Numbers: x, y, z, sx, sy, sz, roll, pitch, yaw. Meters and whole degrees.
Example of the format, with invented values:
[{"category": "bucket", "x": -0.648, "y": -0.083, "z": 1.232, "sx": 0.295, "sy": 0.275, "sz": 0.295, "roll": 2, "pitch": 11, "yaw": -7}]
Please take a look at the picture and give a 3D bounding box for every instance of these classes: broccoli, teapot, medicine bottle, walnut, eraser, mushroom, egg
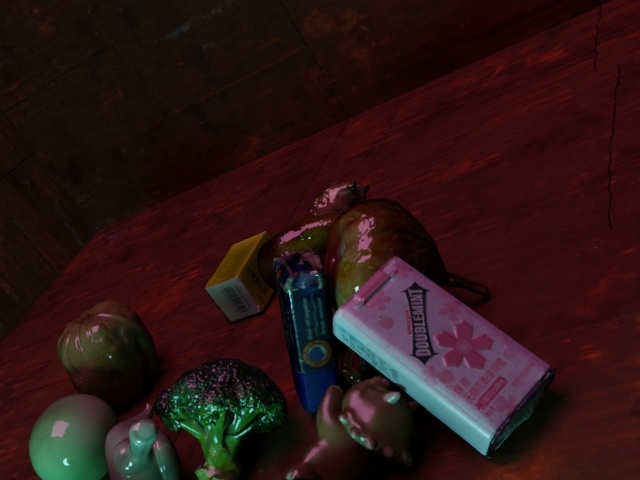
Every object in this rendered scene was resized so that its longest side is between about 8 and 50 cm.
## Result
[{"category": "broccoli", "x": -0.218, "y": 0.394, "z": 1.811, "sx": 0.298, "sy": 0.297, "sz": 0.297, "roll": -15, "pitch": 56, "yaw": 39}, {"category": "teapot", "x": -0.383, "y": 0.483, "z": 1.819, "sx": 0.149, "sy": 0.220, "sz": 0.318, "roll": -19, "pitch": -1, "yaw": -10}, {"category": "medicine bottle", "x": -0.212, "y": 0.106, "z": 2.492, "sx": 0.141, "sy": 0.137, "sz": 0.250, "roll": -20, "pitch": 25, "yaw": 31}, {"category": "walnut", "x": -0.604, "y": 0.320, "z": 2.412, "sx": 0.253, "sy": 0.276, "sz": 0.282, "roll": -30, "pitch": 33, "yaw": -12}, {"category": "eraser", "x": -0.027, "y": 0.189, "z": 1.809, "sx": 0.102, "sy": 0.332, "sz": 0.155, "roll": -11, "pitch": 23, "yaw": -10}, {"category": "mushroom", "x": 0.000, "y": 0.000, "z": 2.215, "sx": 0.346, "sy": 0.259, "sz": 0.345, "roll": -14, "pitch": -13, "yaw": -3}, {"category": "egg", "x": -0.613, "y": 0.501, "z": 2.124, "sx": 0.220, "sy": 0.220, "sz": 0.269, "roll": -30, "pitch": 23, "yaw": 10}]

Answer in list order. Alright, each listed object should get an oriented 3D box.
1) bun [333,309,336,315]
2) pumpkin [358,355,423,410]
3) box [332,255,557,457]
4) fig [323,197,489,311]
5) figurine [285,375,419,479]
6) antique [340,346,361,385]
[{"category": "bun", "x": 0.043, "y": 0.166, "z": 2.029, "sx": 0.220, "sy": 0.134, "sz": 0.220, "roll": -30, "pitch": 18, "yaw": 11}, {"category": "pumpkin", "x": 0.176, "y": 0.236, "z": 1.671, "sx": 0.220, "sy": 0.162, "sz": 0.220, "roll": -30, "pitch": 18, "yaw": 10}, {"category": "box", "x": 0.217, "y": 0.202, "z": 1.507, "sx": 0.370, "sy": 0.112, "sz": 0.190, "roll": 38, "pitch": 67, "yaw": 24}, {"category": "fig", "x": 0.189, "y": 0.075, "z": 1.830, "sx": 0.286, "sy": 0.369, "sz": 0.286, "roll": -161, "pitch": 90, "yaw": -77}, {"category": "figurine", "x": 0.078, "y": 0.369, "z": 1.519, "sx": 0.173, "sy": 0.177, "sz": 0.247, "roll": 10, "pitch": 54, "yaw": 37}, {"category": "antique", "x": 0.093, "y": 0.265, "z": 1.809, "sx": 0.104, "sy": 0.104, "sz": 0.104, "roll": -28, "pitch": 23, "yaw": 13}]
